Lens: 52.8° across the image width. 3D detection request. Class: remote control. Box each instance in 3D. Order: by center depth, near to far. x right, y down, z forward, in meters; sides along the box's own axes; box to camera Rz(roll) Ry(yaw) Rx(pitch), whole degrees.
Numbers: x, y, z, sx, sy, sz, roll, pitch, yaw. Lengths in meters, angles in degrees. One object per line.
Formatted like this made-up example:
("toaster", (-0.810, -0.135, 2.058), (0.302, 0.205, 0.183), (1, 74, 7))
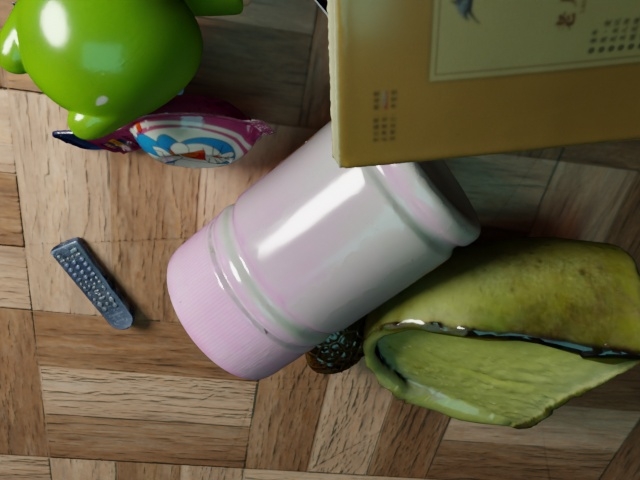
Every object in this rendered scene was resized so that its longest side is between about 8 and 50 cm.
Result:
("remote control", (-0.305, 0.062, 0.881), (0.044, 0.027, 0.152), (-18, 123, 16))

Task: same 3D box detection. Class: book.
("book", (0.196, -0.187, 0.459), (0.389, 0.032, 0.269), (-5, 124, -5))

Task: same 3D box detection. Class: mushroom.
("mushroom", (0.024, 0.136, 0.915), (0.109, 0.085, 0.126), (-9, 131, 2))

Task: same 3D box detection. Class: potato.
("potato", (0.204, 0.087, 0.841), (0.280, 0.212, 0.330), (14, 148, -1))

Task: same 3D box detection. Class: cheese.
("cheese", (-0.173, -0.115, 0.714), (0.244, 0.155, 0.062), (-2, 83, 12))

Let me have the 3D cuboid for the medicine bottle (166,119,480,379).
("medicine bottle", (0.000, 0.000, 0.748), (0.316, 0.202, 0.202), (-36, 120, 19))

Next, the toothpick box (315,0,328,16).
("toothpick box", (0.112, -0.257, 0.567), (0.263, 0.263, 0.354), (-34, 121, 19))

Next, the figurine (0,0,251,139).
("figurine", (-0.163, -0.219, 0.594), (0.263, 0.143, 0.162), (-48, 110, -11))

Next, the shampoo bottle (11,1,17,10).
("shampoo bottle", (-0.226, -0.215, 0.676), (0.183, 0.050, 0.087), (25, 122, -20))
